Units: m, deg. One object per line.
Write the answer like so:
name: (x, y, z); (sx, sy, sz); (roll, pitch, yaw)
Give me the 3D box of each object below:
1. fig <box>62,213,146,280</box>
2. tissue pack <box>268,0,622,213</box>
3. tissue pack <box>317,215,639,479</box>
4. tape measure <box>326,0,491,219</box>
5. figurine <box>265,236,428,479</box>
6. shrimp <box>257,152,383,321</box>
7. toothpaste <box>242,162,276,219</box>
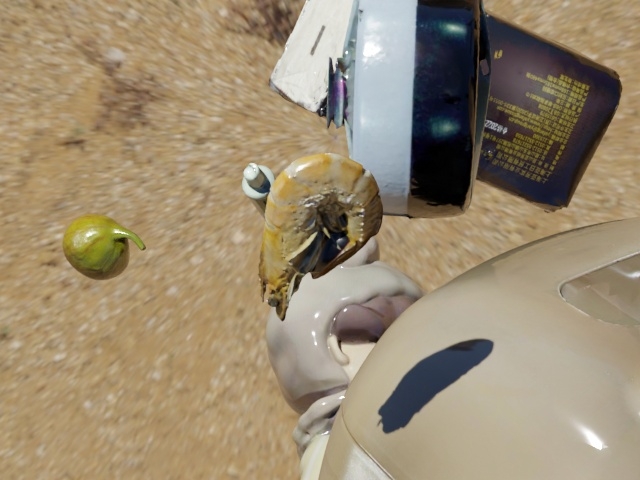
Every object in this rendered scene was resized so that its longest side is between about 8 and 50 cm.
fig: (-0.262, 0.002, 1.955); (0.098, 0.082, 0.084); (-36, 87, 35)
tissue pack: (0.148, -0.191, 1.946); (0.370, 0.198, 0.210); (22, 104, -26)
tissue pack: (0.196, 0.129, 1.060); (0.267, 0.387, 0.277); (37, 122, 32)
tape measure: (0.061, -0.105, 1.104); (0.107, 0.181, 0.182); (3, 95, 5)
figurine: (0.029, 0.176, 1.881); (0.203, 0.381, 0.248); (-7, 137, 19)
shrimp: (0.000, 0.000, 0.810); (0.059, 0.023, 0.108); (0, 133, -9)
toothpaste: (-0.041, -0.028, 1.536); (0.031, 0.204, 0.049); (-30, 66, 1)
